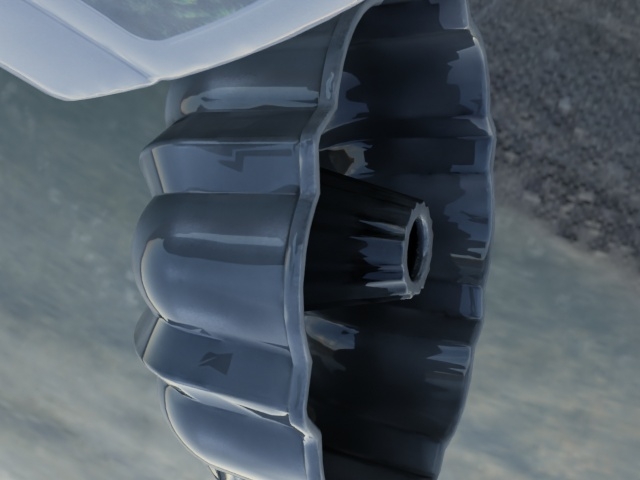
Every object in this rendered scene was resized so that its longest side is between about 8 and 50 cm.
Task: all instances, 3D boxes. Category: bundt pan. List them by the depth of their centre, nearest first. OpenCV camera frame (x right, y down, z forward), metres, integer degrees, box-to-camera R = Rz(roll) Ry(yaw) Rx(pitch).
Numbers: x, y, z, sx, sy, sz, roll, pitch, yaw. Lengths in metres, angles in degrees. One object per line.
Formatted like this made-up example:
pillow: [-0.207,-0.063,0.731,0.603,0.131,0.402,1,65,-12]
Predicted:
bundt pan: [0.000,0.000,0.712,0.124,0.331,0.331,5,142,23]

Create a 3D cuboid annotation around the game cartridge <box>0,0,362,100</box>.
game cartridge: [-0.057,-0.125,0.294,0.196,0.060,0.294,27,153,-29]
